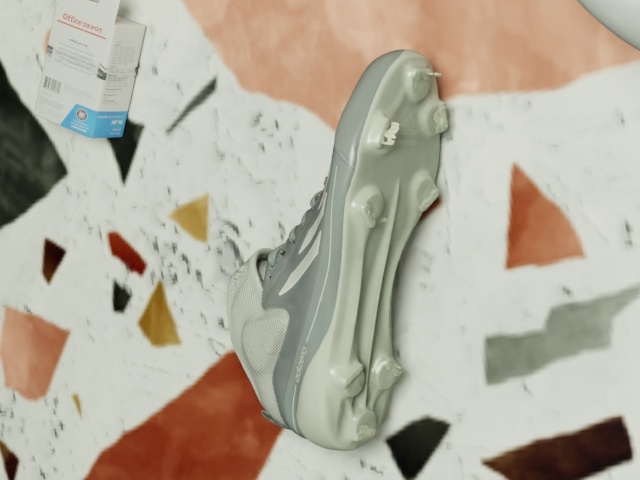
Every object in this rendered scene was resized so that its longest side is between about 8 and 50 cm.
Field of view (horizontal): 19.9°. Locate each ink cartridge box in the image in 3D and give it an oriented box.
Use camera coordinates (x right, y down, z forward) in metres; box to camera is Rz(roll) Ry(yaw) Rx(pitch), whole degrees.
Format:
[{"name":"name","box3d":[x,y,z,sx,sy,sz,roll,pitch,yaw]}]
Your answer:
[{"name":"ink cartridge box","box3d":[-0.128,-0.104,1.029,0.048,0.028,0.083,23,107,32]}]

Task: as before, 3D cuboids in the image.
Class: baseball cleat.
[{"name":"baseball cleat","box3d":[0.000,0.000,0.920,0.109,0.072,0.206,18,100,40]}]

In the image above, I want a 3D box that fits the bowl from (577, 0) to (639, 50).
[{"name":"bowl","box3d":[0.163,-0.192,0.699,0.298,0.134,0.298,-1,89,52]}]
